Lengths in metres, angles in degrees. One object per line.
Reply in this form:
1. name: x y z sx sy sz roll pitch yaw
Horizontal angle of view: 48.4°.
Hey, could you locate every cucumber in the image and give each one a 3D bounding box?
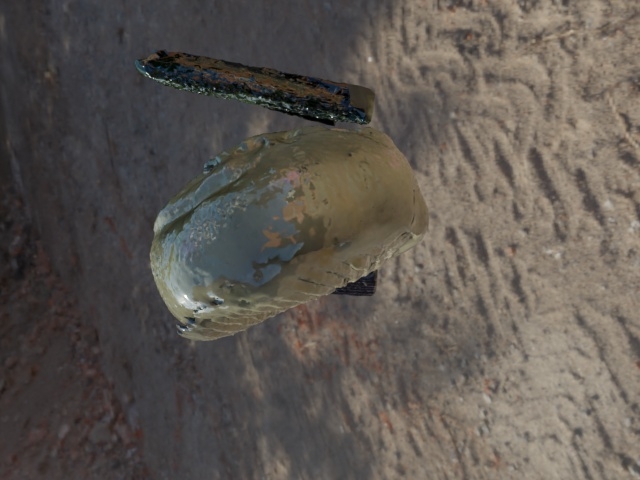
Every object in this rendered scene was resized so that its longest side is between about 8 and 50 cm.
1. cucumber: -0.069 -0.164 0.762 0.044 0.257 0.043 108 172 -70

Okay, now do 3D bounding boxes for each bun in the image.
1. bun: -0.028 -0.017 0.586 0.141 0.239 0.239 65 150 6

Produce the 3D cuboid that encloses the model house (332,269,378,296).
1. model house: 0.000 0.000 1.140 0.211 0.194 0.170 -67 -18 -74
